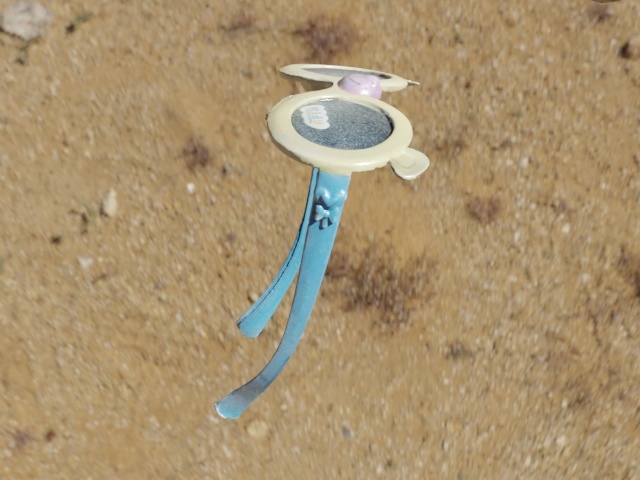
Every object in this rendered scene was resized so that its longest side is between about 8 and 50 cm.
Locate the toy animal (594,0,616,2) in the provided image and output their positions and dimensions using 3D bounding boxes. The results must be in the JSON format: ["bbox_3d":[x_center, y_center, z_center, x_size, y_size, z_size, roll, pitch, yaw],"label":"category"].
[{"bbox_3d":[0.094,-0.171,0.271,0.121,0.094,0.225,-2,81,9],"label":"toy animal"}]

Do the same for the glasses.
[{"bbox_3d":[-0.028,-0.012,0.784,0.088,0.189,0.220,29,111,-10],"label":"glasses"}]
